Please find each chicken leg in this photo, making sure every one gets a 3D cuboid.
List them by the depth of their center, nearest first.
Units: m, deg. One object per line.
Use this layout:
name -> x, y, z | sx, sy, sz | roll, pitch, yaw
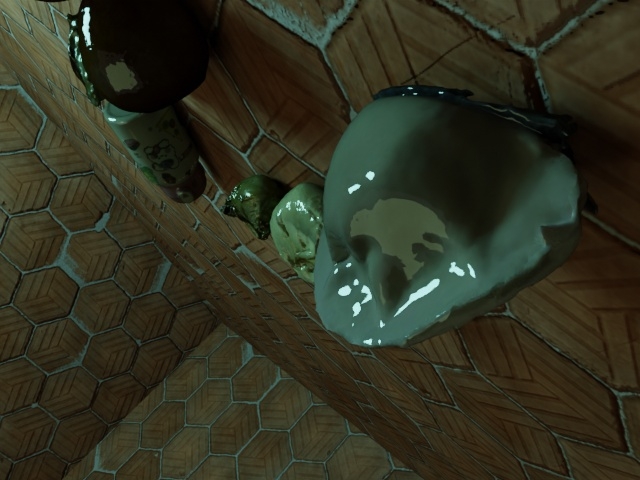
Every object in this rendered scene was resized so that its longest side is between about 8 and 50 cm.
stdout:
chicken leg -> -0.117, -0.057, 1.048 | 0.103, 0.088, 0.227 | 36, 162, -15

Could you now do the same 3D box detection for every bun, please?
bun -> 0.000, 0.000, 0.870 | 0.188, 0.111, 0.164 | 40, 159, 27

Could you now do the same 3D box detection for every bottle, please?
bottle -> -0.301, -0.174, 1.147 | 0.120, 0.120, 0.253 | 31, 158, 37

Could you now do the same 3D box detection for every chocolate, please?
chocolate -> -0.234, -0.252, 0.762 | 0.176, 0.177, 0.177 | 40, 162, 16

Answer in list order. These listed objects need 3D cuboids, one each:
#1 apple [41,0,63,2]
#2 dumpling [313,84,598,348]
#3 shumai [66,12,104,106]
apple -> -0.391, -0.399, 0.813 | 0.153, 0.153, 0.120 | 36, 123, 28
dumpling -> 0.071, -0.033, 0.493 | 0.293, 0.204, 0.163 | 31, 148, 61
shumai -> -0.306, -0.273, 0.901 | 0.184, 0.142, 0.184 | 43, 165, 15
